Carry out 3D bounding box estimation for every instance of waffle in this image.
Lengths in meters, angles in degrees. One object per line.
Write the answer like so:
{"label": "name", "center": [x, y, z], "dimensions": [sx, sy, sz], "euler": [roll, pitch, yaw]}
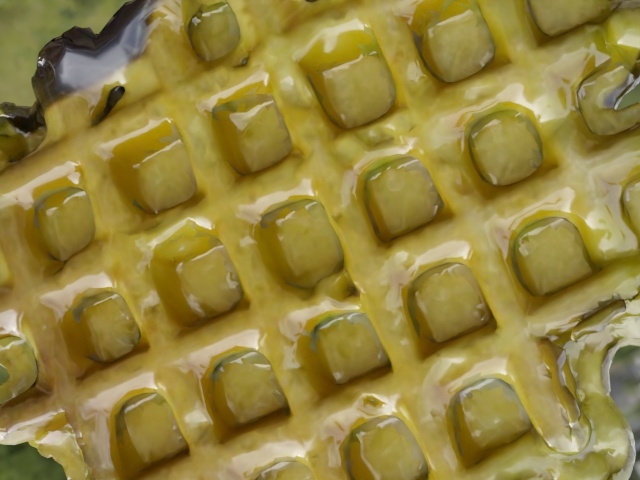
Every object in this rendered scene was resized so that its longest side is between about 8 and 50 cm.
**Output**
{"label": "waffle", "center": [-0.001, 0.000, 0.788], "dimensions": [0.312, 0.307, 0.060], "euler": [-57, 166, 6]}
